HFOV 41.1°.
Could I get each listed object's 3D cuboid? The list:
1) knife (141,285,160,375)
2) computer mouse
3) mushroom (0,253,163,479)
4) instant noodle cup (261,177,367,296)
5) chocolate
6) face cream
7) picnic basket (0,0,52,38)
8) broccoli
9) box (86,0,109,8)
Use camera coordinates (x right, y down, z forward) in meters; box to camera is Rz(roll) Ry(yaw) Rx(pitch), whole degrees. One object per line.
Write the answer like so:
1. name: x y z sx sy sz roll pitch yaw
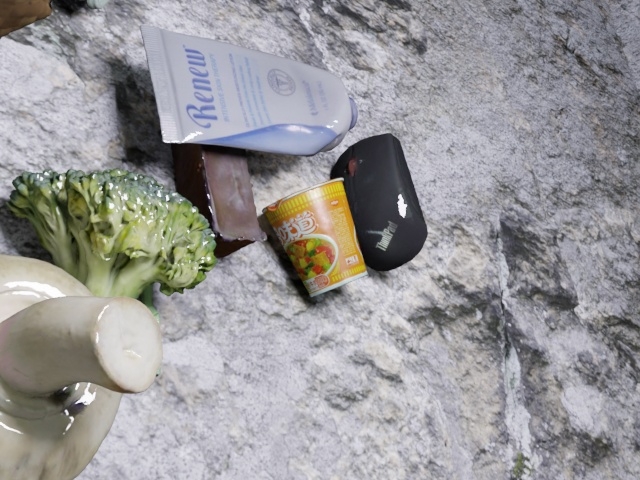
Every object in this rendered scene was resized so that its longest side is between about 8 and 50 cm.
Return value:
1. knife: -0.269 0.113 1.353 0.030 0.014 0.207 9 61 -37
2. computer mouse: 0.102 -0.075 1.673 0.100 0.170 0.269 18 50 -51
3. mushroom: -0.364 0.168 1.072 0.356 0.315 0.315 2 58 -1
4. instant noodle cup: 0.000 0.000 1.564 0.168 0.168 0.185 -20 86 -46
5. chocolate: -0.195 -0.116 1.489 0.112 0.112 0.321 8 59 -41
6. face cream: -0.112 -0.248 1.518 0.420 0.137 0.234 3 63 -37
7. picnic basket: -0.587 -0.397 1.218 0.321 0.291 0.254 -22 79 -2
8. broccoli: -0.311 0.013 1.251 0.248 0.288 0.245 54 43 -62
9. box: -0.403 -0.565 1.507 0.168 0.193 0.294 19 48 7
